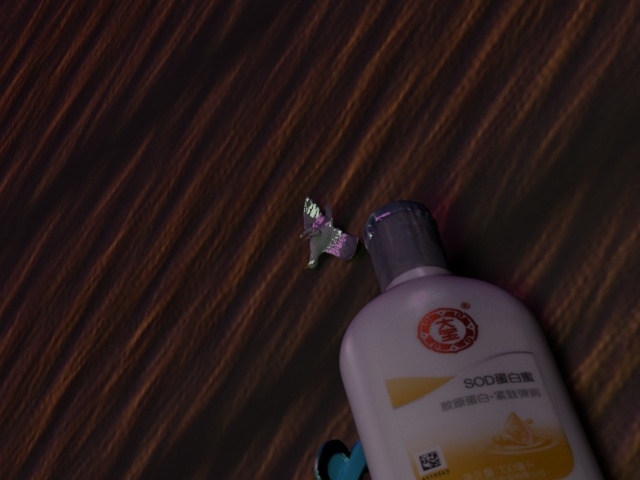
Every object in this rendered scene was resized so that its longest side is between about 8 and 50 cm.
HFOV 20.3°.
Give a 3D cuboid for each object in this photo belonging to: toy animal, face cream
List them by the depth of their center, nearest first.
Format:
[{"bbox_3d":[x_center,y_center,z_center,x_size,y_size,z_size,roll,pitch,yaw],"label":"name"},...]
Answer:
[{"bbox_3d":[0.087,0.089,1.175,0.144,0.071,0.291,-9,45,-6],"label":"face cream"},{"bbox_3d":[-0.001,-0.001,1.394,0.050,0.028,0.084,-47,38,0],"label":"toy animal"}]

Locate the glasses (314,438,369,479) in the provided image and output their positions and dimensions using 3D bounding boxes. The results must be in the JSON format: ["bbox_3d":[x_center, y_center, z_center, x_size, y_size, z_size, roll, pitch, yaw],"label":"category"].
[{"bbox_3d":[-0.004,0.247,1.212,0.207,0.102,0.239,142,145,-67],"label":"glasses"}]
